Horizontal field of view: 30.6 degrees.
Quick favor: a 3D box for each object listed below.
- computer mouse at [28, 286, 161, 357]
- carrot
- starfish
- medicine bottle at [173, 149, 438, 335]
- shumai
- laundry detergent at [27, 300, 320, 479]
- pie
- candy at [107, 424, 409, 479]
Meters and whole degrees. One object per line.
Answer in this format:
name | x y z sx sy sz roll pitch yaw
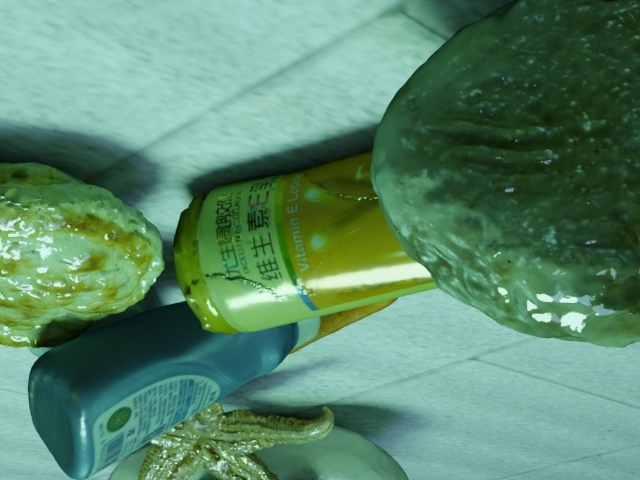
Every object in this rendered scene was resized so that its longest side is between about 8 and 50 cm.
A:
computer mouse | -0.213 0.090 1.129 0.127 0.079 0.231 -4 160 2
carrot | 0.006 0.078 1.190 0.043 0.043 0.248 9 154 -30
starfish | -0.145 0.253 1.406 0.375 0.094 0.327 29 122 -20
medicine bottle | 0.000 0.000 0.909 0.238 0.124 0.124 -13 156 20
shumai | 0.170 -0.029 0.746 0.260 0.225 0.222 -21 156 -3
laundry detergent | -0.116 0.099 1.052 0.289 0.094 0.143 -26 147 -33
pie | -0.241 0.008 0.912 0.201 0.090 0.248 22 146 -34
candy | -0.093 0.373 1.657 0.426 0.186 0.386 2 138 -5
